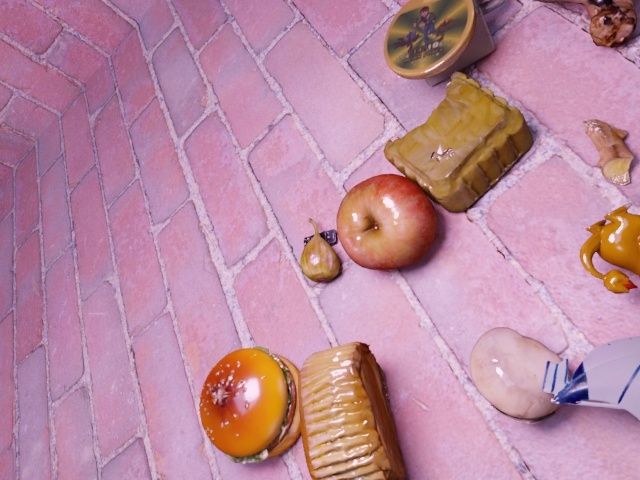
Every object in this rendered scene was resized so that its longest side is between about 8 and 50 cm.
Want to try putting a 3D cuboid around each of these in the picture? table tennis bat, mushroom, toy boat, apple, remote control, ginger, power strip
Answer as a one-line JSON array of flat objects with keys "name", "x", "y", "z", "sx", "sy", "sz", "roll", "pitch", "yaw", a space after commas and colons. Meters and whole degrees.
[{"name": "table tennis bat", "x": 0.233, "y": -0.487, "z": 0.974, "sx": 0.198, "sy": 0.050, "sz": 0.321, "roll": 0, "pitch": 76, "yaw": 36}, {"name": "mushroom", "x": 0.315, "y": 0.215, "z": 0.745, "sx": 0.154, "sy": 0.123, "sz": 0.154, "roll": 2, "pitch": 46, "yaw": -2}, {"name": "toy boat", "x": 0.471, "y": 0.220, "z": 0.617, "sx": 0.291, "sy": 0.070, "sz": 0.210, "roll": -18, "pitch": 54, "yaw": 1}, {"name": "apple", "x": 0.133, "y": -0.035, "z": 0.949, "sx": 0.209, "sy": 0.164, "sz": 0.210, "roll": 3, "pitch": 96, "yaw": 35}, {"name": "mushroom", "x": 0.509, "y": -0.526, "z": 0.889, "sx": 0.267, "sy": 0.267, "sz": 0.255, "roll": 37, "pitch": 127, "yaw": 39}, {"name": "remote control", "x": 0.000, "y": 0.000, "z": 1.126, "sx": 0.096, "sy": 0.014, "sz": 0.039, "roll": -15, "pitch": 66, "yaw": 31}, {"name": "ginger", "x": 0.514, "y": -0.163, "z": 0.817, "sx": 0.057, "sy": 0.044, "sz": 0.137, "roll": -33, "pitch": 51, "yaw": 42}, {"name": "power strip", "x": 0.307, "y": -0.482, "z": 1.034, "sx": 0.224, "sy": 0.139, "sz": 0.140, "roll": -25, "pitch": 57, "yaw": 25}]

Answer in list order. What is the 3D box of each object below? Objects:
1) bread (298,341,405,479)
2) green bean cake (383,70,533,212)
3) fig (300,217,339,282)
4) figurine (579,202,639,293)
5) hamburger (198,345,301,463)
[{"name": "bread", "x": 0.053, "y": 0.315, "z": 0.817, "sx": 0.142, "sy": 0.227, "sz": 0.254, "roll": -24, "pitch": 58, "yaw": 16}, {"name": "green bean cake", "x": 0.271, "y": -0.207, "z": 0.953, "sx": 0.236, "sy": 0.124, "sz": 0.233, "roll": -47, "pitch": 51, "yaw": 10}, {"name": "fig", "x": -0.019, "y": 0.019, "z": 1.069, "sx": 0.093, "sy": 0.093, "sz": 0.166, "roll": -34, "pitch": 72, "yaw": 19}, {"name": "figurine", "x": 0.483, "y": 0.042, "z": 0.705, "sx": 0.122, "sy": 0.121, "sz": 0.176, "roll": -41, "pitch": 72, "yaw": -16}, {"name": "hamburger", "x": -0.158, "y": 0.349, "z": 0.989, "sx": 0.246, "sy": 0.170, "sz": 0.246, "roll": -15, "pitch": 60, "yaw": 28}]
